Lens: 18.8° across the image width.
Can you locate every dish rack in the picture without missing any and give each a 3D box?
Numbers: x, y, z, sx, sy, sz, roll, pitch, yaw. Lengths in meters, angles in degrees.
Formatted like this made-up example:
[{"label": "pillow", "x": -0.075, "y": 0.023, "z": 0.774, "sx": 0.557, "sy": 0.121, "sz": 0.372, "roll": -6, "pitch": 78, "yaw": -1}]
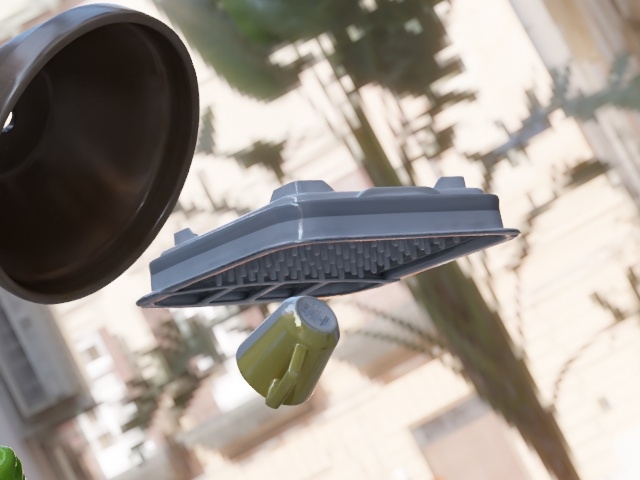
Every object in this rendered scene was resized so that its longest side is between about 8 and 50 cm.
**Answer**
[{"label": "dish rack", "x": 0.000, "y": 0.000, "z": 1.880, "sx": 0.285, "sy": 0.072, "sz": 0.333, "roll": -2, "pitch": -10, "yaw": -33}]

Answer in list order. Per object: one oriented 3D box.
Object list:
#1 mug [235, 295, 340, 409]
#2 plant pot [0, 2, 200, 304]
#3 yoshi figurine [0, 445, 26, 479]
[{"label": "mug", "x": -0.015, "y": 0.078, "z": 1.354, "sx": 0.062, "sy": 0.078, "sz": 0.064, "roll": 7, "pitch": -47, "yaw": -35}, {"label": "plant pot", "x": -0.211, "y": -0.079, "z": 1.496, "sx": 0.237, "sy": 0.109, "sz": 0.237, "roll": -36, "pitch": -42, "yaw": -40}, {"label": "yoshi figurine", "x": -0.351, "y": 0.193, "z": 1.503, "sx": 0.203, "sy": 0.203, "sz": 0.362, "roll": -44, "pitch": -16, "yaw": -22}]
